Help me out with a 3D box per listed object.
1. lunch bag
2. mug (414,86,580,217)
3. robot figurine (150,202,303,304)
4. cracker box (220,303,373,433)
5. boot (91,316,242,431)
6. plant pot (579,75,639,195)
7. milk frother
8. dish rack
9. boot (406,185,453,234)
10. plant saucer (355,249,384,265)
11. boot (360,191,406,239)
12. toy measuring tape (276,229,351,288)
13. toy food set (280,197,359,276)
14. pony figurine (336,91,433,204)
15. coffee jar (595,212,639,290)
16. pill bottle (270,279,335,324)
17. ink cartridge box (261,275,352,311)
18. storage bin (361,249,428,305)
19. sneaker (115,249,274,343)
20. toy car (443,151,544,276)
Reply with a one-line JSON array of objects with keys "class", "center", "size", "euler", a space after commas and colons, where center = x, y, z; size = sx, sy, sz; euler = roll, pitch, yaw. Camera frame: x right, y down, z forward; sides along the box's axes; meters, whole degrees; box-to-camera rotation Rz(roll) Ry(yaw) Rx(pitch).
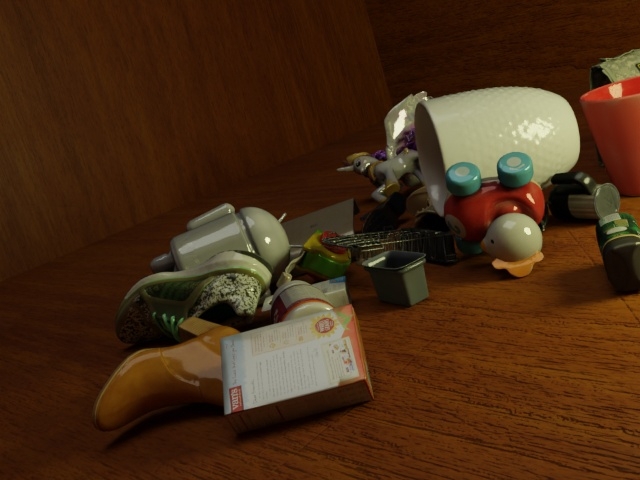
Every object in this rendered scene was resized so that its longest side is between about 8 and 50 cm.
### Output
[{"class": "lunch bag", "center": [0.846, -0.364, 2.284], "size": [0.235, 0.287, 0.169], "euler": [-21, 14, -22]}, {"class": "mug", "center": [0.411, -0.210, 2.046], "size": [0.328, 0.276, 0.374], "euler": [-12, -11, -3]}, {"class": "robot figurine", "center": [-0.223, 0.045, 2.082], "size": [0.353, 0.300, 0.200], "euler": [-24, -28, -6]}, {"class": "cracker box", "center": [-0.042, 0.207, 1.402], "size": [0.232, 0.067, 0.156], "euler": [-15, 46, 5]}, {"class": "boot", "center": [-0.227, 0.253, 1.497], "size": [0.211, 0.104, 0.295], "euler": [20, 47, 33]}, {"class": "plant pot", "center": [0.762, -0.248, 2.010], "size": [0.275, 0.243, 0.275], "euler": [-16, 14, 4]}, {"class": "milk frother", "center": [0.556, -0.069, 1.904], "size": [0.134, 0.129, 0.143], "euler": [5, 69, 58]}, {"class": "dish rack", "center": [0.146, 0.015, 1.931], "size": [0.271, 0.074, 0.208], "euler": [-6, 7, -26]}, {"class": "boot", "center": [0.284, -0.069, 2.195], "size": [0.262, 0.095, 0.203], "euler": [5, 26, 43]}, {"class": "plant saucer", "center": [0.124, 0.040, 2.115], "size": [0.083, 0.015, 0.083], "euler": [-16, 13, 4]}, {"class": "boot", "center": [0.151, -0.043, 2.350], "size": [0.106, 0.082, 0.219], "euler": [-37, 4, 45]}, {"class": "toy measuring tape", "center": [-0.001, 0.059, 1.983], "size": [0.121, 0.121, 0.330], "euler": [-12, 15, 19]}, {"class": "toy food set", "center": [0.000, 0.000, 2.288], "size": [0.219, 0.092, 0.306], "euler": [-19, 21, 9]}, {"class": "pony figurine", "center": [0.258, -0.244, 2.644], "size": [0.351, 0.303, 0.363], "euler": [-28, 31, -10]}, {"class": "coffee jar", "center": [0.538, 0.020, 1.531], "size": [0.079, 0.096, 0.184], "euler": [-15, 14, 17]}, {"class": "pill bottle", "center": [-0.031, 0.150, 1.639], "size": [0.121, 0.121, 0.221], "euler": [-18, 13, -7]}, {"class": "ink cartridge box", "center": [-0.026, 0.137, 1.812], "size": [0.180, 0.060, 0.104], "euler": [-15, 13, 6]}, {"class": "storage bin", "center": [0.164, 0.077, 1.761], "size": [0.098, 0.091, 0.135], "euler": [-25, 16, -30]}, {"class": "sneaker", "center": [-0.295, 0.162, 1.883], "size": [0.410, 0.158, 0.182], "euler": [-24, 38, 23]}, {"class": "toy car", "center": [0.367, -0.017, 1.770], "size": [0.210, 0.219, 0.238], "euler": [-10, 44, 8]}]
